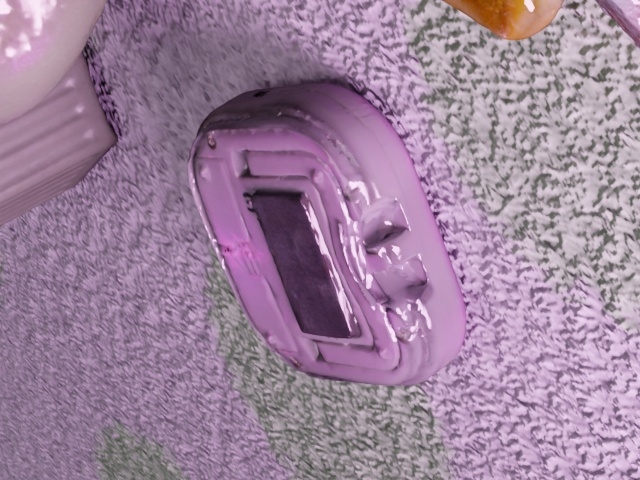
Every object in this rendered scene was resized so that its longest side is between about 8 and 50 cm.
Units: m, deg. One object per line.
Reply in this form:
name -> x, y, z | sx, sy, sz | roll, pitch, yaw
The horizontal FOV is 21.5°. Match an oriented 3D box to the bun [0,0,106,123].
bun -> -0.275, -0.215, 1.094 | 0.293, 0.187, 0.293 | -2, 86, 30

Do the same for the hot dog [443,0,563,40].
hot dog -> 0.022, -0.186, 0.908 | 0.286, 0.061, 0.088 | 38, 145, 33

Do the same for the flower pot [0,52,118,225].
flower pot -> -0.304, -0.108, 1.334 | 0.239, 0.189, 0.209 | 42, 147, 27

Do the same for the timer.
timer -> 0.000, 0.000, 1.110 | 0.190, 0.069, 0.209 | 0, 116, 53

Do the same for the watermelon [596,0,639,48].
watermelon -> 0.168, -0.132, 0.763 | 0.094, 0.081, 0.180 | 27, 151, 2
